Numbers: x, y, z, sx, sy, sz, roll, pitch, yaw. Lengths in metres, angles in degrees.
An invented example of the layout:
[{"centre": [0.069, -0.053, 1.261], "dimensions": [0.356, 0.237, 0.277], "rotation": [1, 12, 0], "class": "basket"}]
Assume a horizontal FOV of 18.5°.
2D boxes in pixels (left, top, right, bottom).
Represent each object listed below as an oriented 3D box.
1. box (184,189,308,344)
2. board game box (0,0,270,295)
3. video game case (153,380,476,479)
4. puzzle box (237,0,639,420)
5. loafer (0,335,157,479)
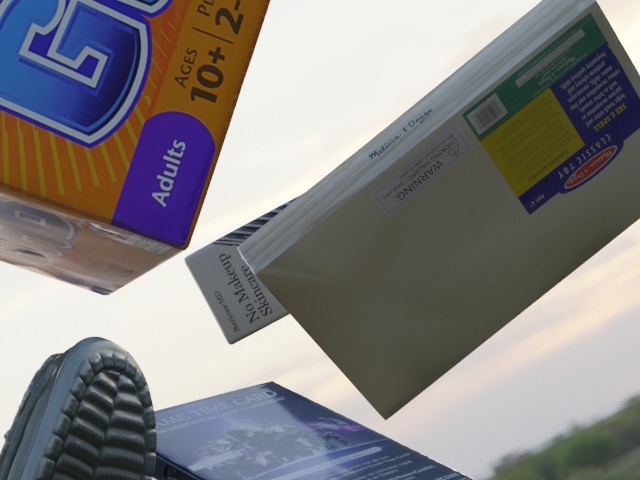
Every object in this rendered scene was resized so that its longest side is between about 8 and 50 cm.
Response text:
[{"centre": [0.000, 0.000, 2.093], "dimensions": [0.275, 0.113, 0.094], "rotation": [-30, 1, 0], "class": "box"}, {"centre": [-0.233, -0.196, 1.371], "dimensions": [0.356, 0.356, 0.356], "rotation": [19, -11, -11], "class": "board game box"}, {"centre": [-0.005, 0.180, 1.504], "dimensions": [0.274, 0.026, 0.196], "rotation": [22, 21, 38], "class": "video game case"}, {"centre": [0.150, -0.031, 1.909], "dimensions": [0.409, 0.052, 0.272], "rotation": [-38, -48, 1], "class": "puzzle box"}, {"centre": [-0.164, 0.168, 1.047], "dimensions": [0.087, 0.251, 0.094], "rotation": [8, -17, 37], "class": "loafer"}]
